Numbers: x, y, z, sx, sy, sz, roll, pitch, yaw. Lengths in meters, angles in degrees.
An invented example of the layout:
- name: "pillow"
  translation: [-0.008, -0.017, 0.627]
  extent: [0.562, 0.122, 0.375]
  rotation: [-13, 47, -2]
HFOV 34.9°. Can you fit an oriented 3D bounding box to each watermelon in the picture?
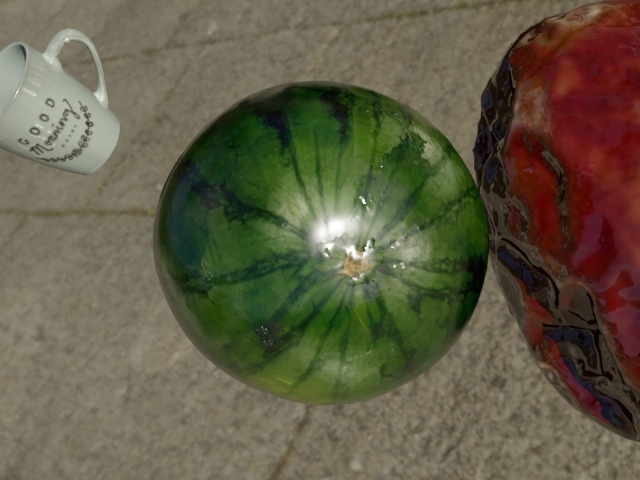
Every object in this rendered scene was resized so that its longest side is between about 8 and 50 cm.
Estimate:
- name: "watermelon"
  translation: [0.001, 0.001, 0.738]
  extent: [0.242, 0.242, 0.242]
  rotation: [-23, 38, 19]

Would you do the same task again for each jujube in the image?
- name: "jujube"
  translation: [0.277, -0.021, 0.883]
  extent: [0.276, 0.377, 0.276]
  rotation: [-19, 9, 3]

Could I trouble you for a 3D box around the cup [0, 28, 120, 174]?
- name: "cup"
  translation: [-0.474, -0.255, 1.861]
  extent: [0.258, 0.234, 0.186]
  rotation: [-50, 41, 13]
